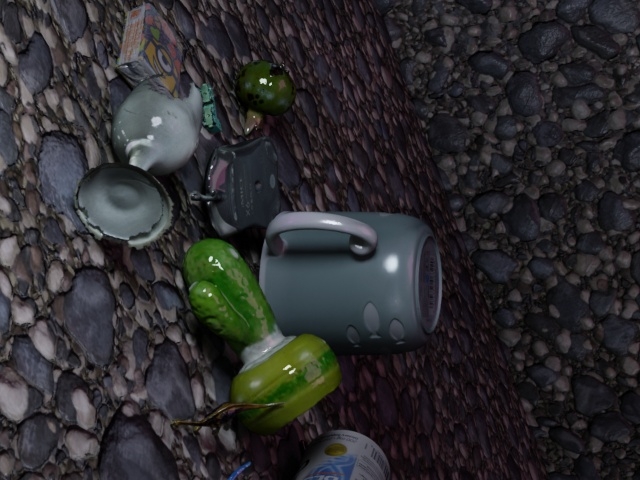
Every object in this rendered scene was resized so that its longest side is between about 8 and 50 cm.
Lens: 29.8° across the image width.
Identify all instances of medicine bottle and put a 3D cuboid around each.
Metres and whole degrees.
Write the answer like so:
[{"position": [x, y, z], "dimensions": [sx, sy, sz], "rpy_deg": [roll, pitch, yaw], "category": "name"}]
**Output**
[{"position": [0.016, 0.443, 1.944], "dimensions": [0.157, 0.157, 0.289], "rpy_deg": [65, 21, -17], "category": "medicine bottle"}]

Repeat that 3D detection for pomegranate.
[{"position": [-0.113, -0.275, 2.323], "dimensions": [0.122, 0.122, 0.161], "rpy_deg": [18, 93, -65], "category": "pomegranate"}]

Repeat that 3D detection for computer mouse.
[{"position": [-0.159, -0.089, 2.028], "dimensions": [0.379, 0.090, 0.167], "rpy_deg": [-18, 105, -72], "category": "computer mouse"}]

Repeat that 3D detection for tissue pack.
[{"position": [-0.277, -0.299, 1.962], "dimensions": [0.108, 0.060, 0.148], "rpy_deg": [53, 26, -42], "category": "tissue pack"}]

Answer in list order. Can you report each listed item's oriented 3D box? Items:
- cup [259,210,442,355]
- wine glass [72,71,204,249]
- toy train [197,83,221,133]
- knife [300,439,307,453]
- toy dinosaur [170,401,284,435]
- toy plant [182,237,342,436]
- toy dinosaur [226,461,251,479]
[{"position": [0.050, 0.050, 2.085], "dimensions": [0.357, 0.274, 0.259], "rpy_deg": [62, 33, -56], "category": "cup"}, {"position": [-0.257, -0.130, 1.770], "dimensions": [0.143, 0.143, 0.321], "rpy_deg": [60, 21, -29], "category": "wine glass"}, {"position": [-0.199, -0.238, 2.163], "dimensions": [0.045, 0.029, 0.092], "rpy_deg": [49, 28, -62], "category": "toy train"}, {"position": [-0.008, 0.431, 2.110], "dimensions": [0.023, 0.010, 0.170], "rpy_deg": [-13, 87, -64], "category": "knife"}, {"position": [-0.143, 0.261, 1.780], "dimensions": [0.180, 0.058, 0.037], "rpy_deg": [-17, 71, -34], "category": "toy dinosaur"}, {"position": [-0.117, 0.140, 1.901], "dimensions": [0.316, 0.184, 0.224], "rpy_deg": [56, 15, 3], "category": "toy plant"}, {"position": [-0.162, 0.406, 1.584], "dimensions": [0.076, 0.144, 0.329], "rpy_deg": [60, 10, -17], "category": "toy dinosaur"}]
